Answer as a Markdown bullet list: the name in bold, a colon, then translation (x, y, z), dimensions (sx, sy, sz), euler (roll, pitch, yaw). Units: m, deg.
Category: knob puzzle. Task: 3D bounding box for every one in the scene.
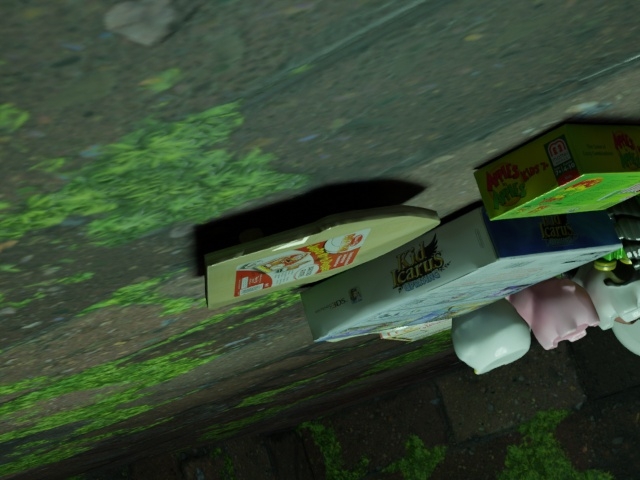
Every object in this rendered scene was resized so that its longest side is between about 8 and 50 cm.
- **knob puzzle**: translation (0.000, 0.000, 0.843), dimensions (0.213, 0.030, 0.213), euler (-17, 168, -4)

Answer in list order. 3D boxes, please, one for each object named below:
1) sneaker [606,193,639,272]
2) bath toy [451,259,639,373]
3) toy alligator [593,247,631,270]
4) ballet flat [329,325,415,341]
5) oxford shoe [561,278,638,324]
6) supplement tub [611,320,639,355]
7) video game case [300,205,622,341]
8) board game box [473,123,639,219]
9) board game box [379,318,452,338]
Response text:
- **sneaker**: translation (0.415, -0.028, 1.080), dimensions (0.146, 0.134, 0.343), euler (-26, 165, 31)
- **bath toy**: translation (0.313, 0.073, 1.407), dimensions (0.348, 0.129, 0.151), euler (-15, 160, -26)
- **toy alligator**: translation (0.400, -0.006, 1.372), dimensions (0.189, 0.056, 0.051), euler (-14, -152, -19)
- **ballet flat**: translation (0.073, 0.086, 1.295), dimensions (0.168, 0.057, 0.052), euler (-17, 159, -4)
- **oxford shoe**: translation (0.475, 0.066, 1.741), dimensions (0.130, 0.123, 0.348), euler (6, 180, 25)
- **supplement tub**: translation (0.675, 0.138, 2.091), dimensions (0.191, 0.191, 0.272), euler (-22, 167, 18)
- **video game case**: translation (0.154, 0.030, 1.135), dimensions (0.244, 0.061, 0.269), euler (-29, 164, 38)
- **board game box**: translation (0.218, -0.057, 0.873), dimensions (0.181, 0.043, 0.092), euler (-6, 163, -47)
- **board game box**: translation (0.170, 0.102, 1.529), dimensions (0.146, 0.045, 0.193), euler (-20, 168, 13)
